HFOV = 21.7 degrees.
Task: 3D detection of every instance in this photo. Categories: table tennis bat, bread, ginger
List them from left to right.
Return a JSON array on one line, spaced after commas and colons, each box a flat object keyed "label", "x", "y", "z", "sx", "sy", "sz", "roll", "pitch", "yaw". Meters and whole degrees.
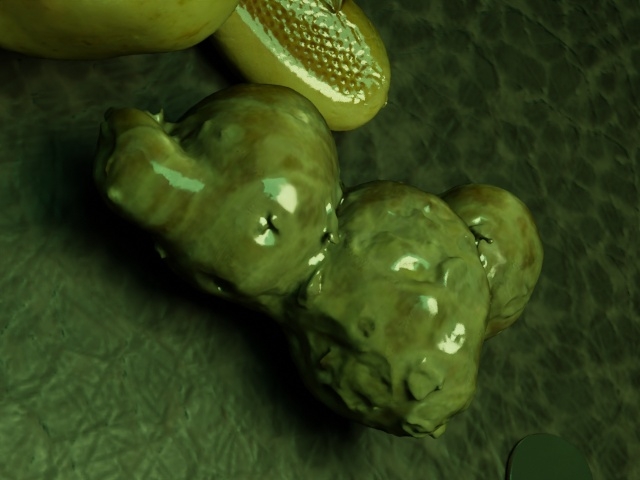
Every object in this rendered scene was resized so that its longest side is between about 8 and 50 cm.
[{"label": "bread", "x": -0.025, "y": -0.164, "z": 1.348, "sx": 0.189, "sy": 0.077, "sz": 0.114, "roll": 40, "pitch": 74, "yaw": -8}, {"label": "ginger", "x": 0.000, "y": 0.000, "z": 1.248, "sx": 0.375, "sy": 0.176, "sz": 0.256, "roll": 28, "pitch": 41, "yaw": -17}, {"label": "table tennis bat", "x": 0.188, "y": 0.232, "z": 1.355, "sx": 0.087, "sy": 0.013, "sz": 0.156, "roll": 16, "pitch": 63, "yaw": -26}]

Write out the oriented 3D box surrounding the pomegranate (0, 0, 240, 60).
[{"label": "pomegranate", "x": -0.162, "y": -0.276, "z": 1.182, "sx": 0.342, "sy": 0.342, "sz": 0.342, "roll": 12, "pitch": 65, "yaw": -27}]
